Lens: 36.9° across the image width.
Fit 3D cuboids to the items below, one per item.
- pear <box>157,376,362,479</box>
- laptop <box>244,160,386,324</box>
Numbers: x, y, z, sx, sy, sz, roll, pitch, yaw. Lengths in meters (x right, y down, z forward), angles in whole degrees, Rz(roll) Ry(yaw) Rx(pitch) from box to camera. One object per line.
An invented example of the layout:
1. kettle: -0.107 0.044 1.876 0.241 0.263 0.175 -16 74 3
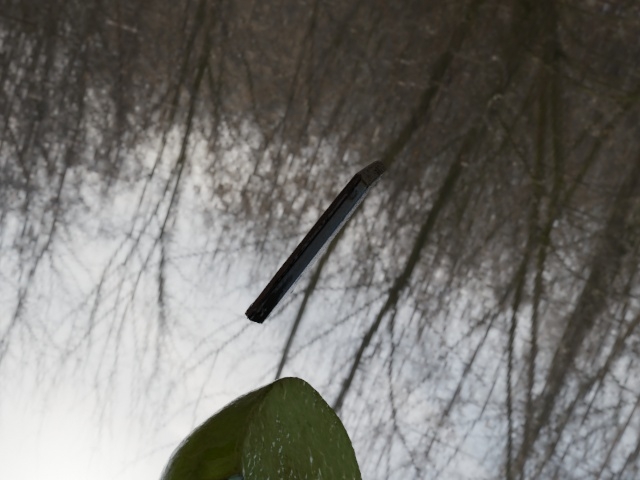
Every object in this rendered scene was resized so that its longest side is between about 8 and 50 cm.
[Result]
1. pear: -0.061 0.264 0.976 0.159 0.292 0.292 -22 179 22
2. laptop: 0.000 0.000 1.096 0.026 0.207 0.154 40 -164 4
